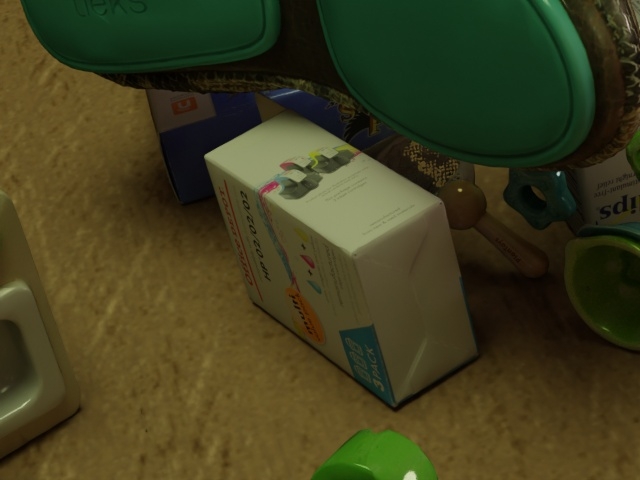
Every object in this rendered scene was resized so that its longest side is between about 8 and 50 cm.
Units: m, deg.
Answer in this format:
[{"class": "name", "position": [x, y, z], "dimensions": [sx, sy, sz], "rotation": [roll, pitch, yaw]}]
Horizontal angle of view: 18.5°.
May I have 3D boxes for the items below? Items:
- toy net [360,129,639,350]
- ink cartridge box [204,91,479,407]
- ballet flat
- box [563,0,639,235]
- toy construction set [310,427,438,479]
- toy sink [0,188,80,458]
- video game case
[{"class": "toy net", "position": [0.095, -0.022, 1.037], "dimensions": [0.232, 0.122, 0.045], "rotation": [15, 42, 37]}, {"class": "ink cartridge box", "position": [0.000, 0.000, 1.057], "dimensions": [0.062, 0.104, 0.181], "rotation": [-30, 36, -21]}, {"class": "ballet flat", "position": [0.026, -0.147, 1.024], "dimensions": [0.182, 0.164, 0.483], "rotation": [-27, 24, -33]}, {"class": "box", "position": [0.152, -0.080, 1.080], "dimensions": [0.072, 0.137, 0.126], "rotation": [-20, 35, -4]}, {"class": "toy construction set", "position": [0.146, 0.194, 0.663], "dimensions": [0.309, 0.257, 0.237], "rotation": [27, 37, 18]}, {"class": "toy sink", "position": [-0.223, 0.043, 1.043], "dimensions": [0.131, 0.152, 0.234], "rotation": [-31, 37, -22]}, {"class": "video game case", "position": [0.010, -0.146, 1.297], "dimensions": [0.270, 0.061, 0.244], "rotation": [-17, 36, -2]}]
